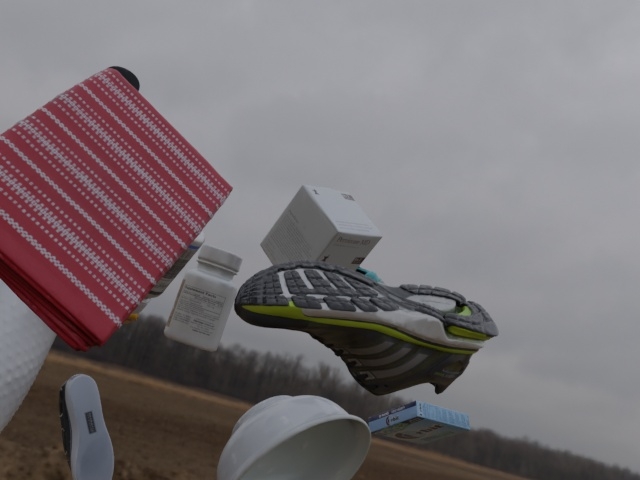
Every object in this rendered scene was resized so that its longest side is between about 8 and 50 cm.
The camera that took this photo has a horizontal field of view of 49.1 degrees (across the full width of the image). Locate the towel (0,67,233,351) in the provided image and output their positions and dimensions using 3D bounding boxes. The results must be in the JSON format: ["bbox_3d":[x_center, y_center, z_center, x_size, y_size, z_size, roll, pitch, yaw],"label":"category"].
[{"bbox_3d":[-0.217,-0.044,0.686,0.199,0.275,0.031,46,-50,-12],"label":"towel"}]

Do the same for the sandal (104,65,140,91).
[{"bbox_3d":[-0.395,-0.204,1.220,0.097,0.254,0.054,23,-23,-15],"label":"sandal"}]

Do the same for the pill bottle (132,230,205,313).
[{"bbox_3d":[-0.221,0.025,0.916,0.078,0.137,0.078,40,12,-10],"label":"pill bottle"}]

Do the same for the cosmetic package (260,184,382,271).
[{"bbox_3d":[0.000,0.000,1.519,0.151,0.184,0.151,5,41,-47],"label":"cosmetic package"}]

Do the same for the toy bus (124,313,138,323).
[{"bbox_3d":[-0.419,-0.007,1.426,0.130,0.333,0.108,17,-22,-33],"label":"toy bus"}]

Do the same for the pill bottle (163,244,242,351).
[{"bbox_3d":[-0.268,0.133,1.640,0.131,0.229,0.131,19,-8,3],"label":"pill bottle"}]

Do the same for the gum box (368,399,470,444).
[{"bbox_3d":[0.234,0.434,1.660,0.184,0.041,0.157,24,-39,-34],"label":"gum box"}]

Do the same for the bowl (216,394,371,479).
[{"bbox_3d":[-0.068,0.372,1.246,0.298,0.298,0.134,32,14,-50],"label":"bowl"}]

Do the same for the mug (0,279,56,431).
[{"bbox_3d":[-0.689,0.272,1.294,0.276,0.328,0.374,24,-46,-13],"label":"mug"}]

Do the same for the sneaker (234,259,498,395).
[{"bbox_3d":[0.047,0.108,0.768,0.300,0.121,0.111,14,20,-18],"label":"sneaker"}]

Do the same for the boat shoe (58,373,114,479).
[{"bbox_3d":[-0.445,0.365,1.300,0.076,0.228,0.080,-21,-10,42],"label":"boat shoe"}]

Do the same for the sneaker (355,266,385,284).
[{"bbox_3d":[0.084,0.097,1.782,0.110,0.107,0.275,59,-21,-21],"label":"sneaker"}]
